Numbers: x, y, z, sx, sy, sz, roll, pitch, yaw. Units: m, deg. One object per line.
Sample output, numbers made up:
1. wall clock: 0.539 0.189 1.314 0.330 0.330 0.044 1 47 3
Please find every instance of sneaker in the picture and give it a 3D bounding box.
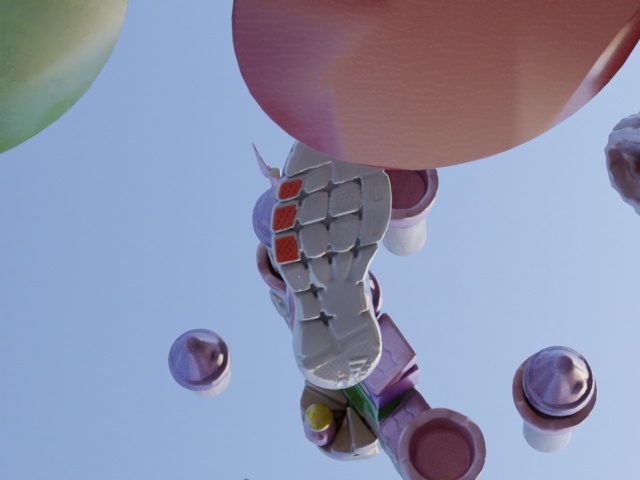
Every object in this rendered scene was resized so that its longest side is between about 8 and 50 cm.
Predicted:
1. sneaker: 0.000 0.000 0.758 0.061 0.065 0.158 -3 -59 -9

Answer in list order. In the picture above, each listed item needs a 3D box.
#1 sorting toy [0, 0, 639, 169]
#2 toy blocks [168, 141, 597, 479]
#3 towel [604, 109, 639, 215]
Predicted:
1. sorting toy: -0.094 -0.101 0.382 0.365 0.127 0.126 -2 -131 -14
2. toy blocks: 0.023 0.096 1.131 0.309 0.260 0.288 -33 -111 -8
3. towel: 0.303 -0.016 0.439 0.332 0.317 0.053 -8 -72 -14
